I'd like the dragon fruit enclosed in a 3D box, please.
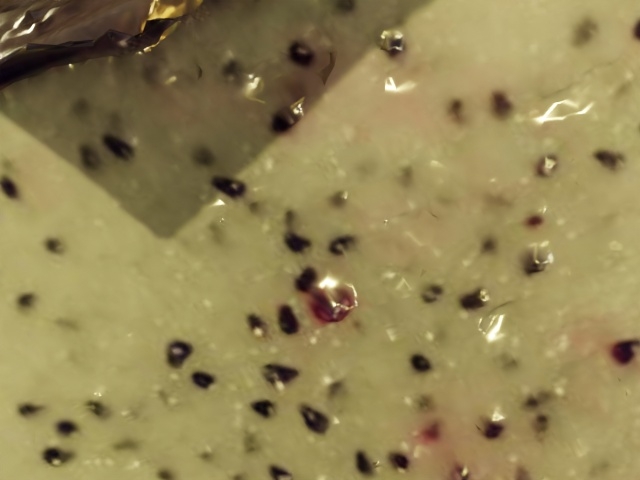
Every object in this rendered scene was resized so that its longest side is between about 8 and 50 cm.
[{"bbox_3d":[0.000,0.000,0.524,0.221,0.283,0.204,64,15,-16],"label":"dragon fruit"}]
